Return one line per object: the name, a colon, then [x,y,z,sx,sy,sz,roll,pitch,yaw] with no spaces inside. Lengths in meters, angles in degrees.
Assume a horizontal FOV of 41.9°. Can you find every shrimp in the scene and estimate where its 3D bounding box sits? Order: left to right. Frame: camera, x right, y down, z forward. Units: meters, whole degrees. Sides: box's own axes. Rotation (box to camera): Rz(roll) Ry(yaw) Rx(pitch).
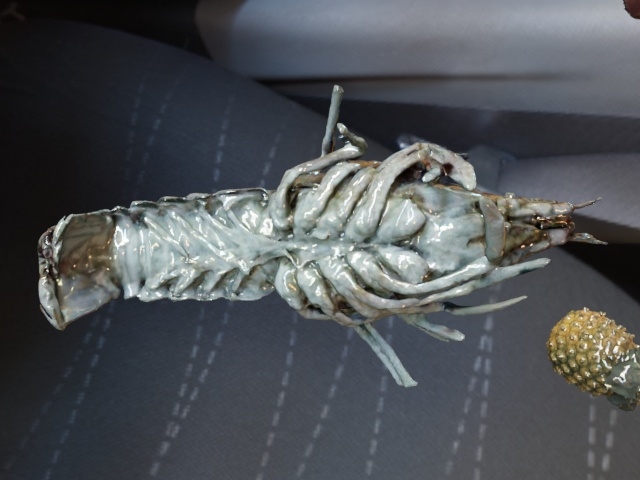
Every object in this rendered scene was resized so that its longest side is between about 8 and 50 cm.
shrimp: [0.004,-0.001,0.614,0.166,0.410,0.222,-38,125,-74]

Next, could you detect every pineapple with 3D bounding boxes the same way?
pineapple: [0.409,0.173,1.098,0.125,0.251,0.125,-5,106,-19]

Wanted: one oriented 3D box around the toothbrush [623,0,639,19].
toothbrush: [0.391,-0.249,0.641,0.040,0.364,0.041,6,78,-33]
